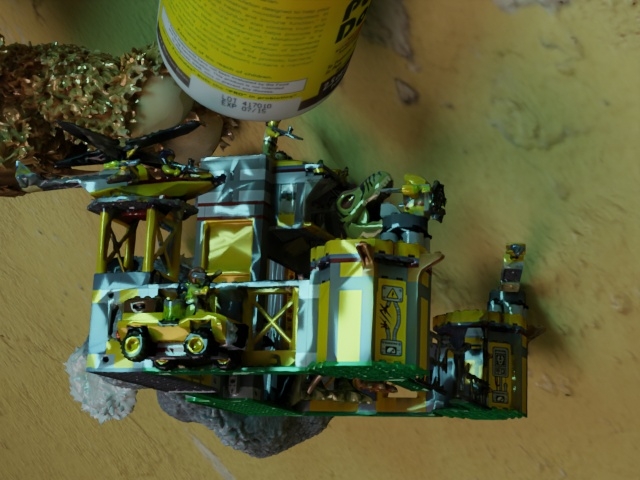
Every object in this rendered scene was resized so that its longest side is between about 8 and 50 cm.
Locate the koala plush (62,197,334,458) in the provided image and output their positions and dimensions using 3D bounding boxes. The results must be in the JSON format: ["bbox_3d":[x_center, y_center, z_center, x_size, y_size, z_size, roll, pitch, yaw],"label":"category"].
[{"bbox_3d":[-0.105,0.072,1.108,0.221,0.196,0.203,-3,136,50],"label":"koala plush"}]

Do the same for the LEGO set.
[{"bbox_3d":[0.000,0.000,0.856,0.254,0.192,0.331,-4,166,29],"label":"LEGO set"}]

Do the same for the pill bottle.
[{"bbox_3d":[-0.021,-0.164,0.745,0.117,0.117,0.215,40,152,10],"label":"pill bottle"}]

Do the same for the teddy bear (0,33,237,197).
[{"bbox_3d":[-0.226,-0.094,0.987,0.338,0.245,0.113,-6,83,24],"label":"teddy bear"}]
